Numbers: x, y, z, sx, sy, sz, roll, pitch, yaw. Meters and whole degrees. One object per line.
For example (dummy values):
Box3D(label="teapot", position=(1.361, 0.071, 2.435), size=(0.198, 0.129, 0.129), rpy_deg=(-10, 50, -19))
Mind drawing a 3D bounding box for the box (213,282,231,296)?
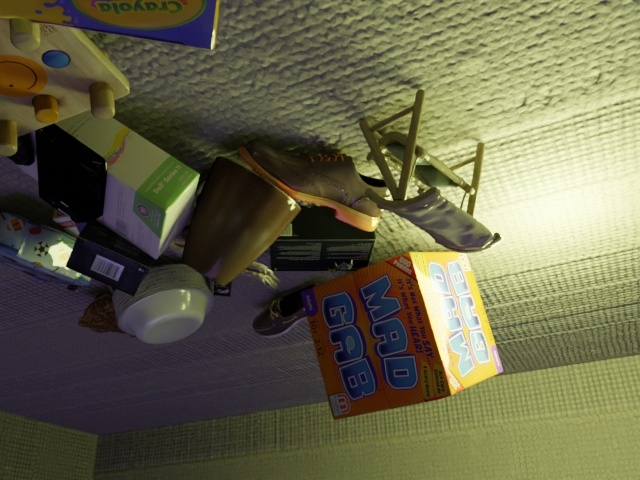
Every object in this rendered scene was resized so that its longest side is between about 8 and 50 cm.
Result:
Box3D(label="box", position=(-0.291, 0.123, 1.885), size=(0.052, 0.062, 0.083), rpy_deg=(5, 151, -9))

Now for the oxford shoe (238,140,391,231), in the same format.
Box3D(label="oxford shoe", position=(-0.003, -0.150, 1.387), size=(0.364, 0.130, 0.132), rpy_deg=(23, 111, -26))

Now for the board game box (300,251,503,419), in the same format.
Box3D(label="board game box", position=(0.225, 0.251, 1.734), size=(0.356, 0.356, 0.356), rpy_deg=(-22, 167, 33))

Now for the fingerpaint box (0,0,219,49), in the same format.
Box3D(label="fingerpaint box", position=(-0.308, -0.404, 0.614), size=(0.445, 0.371, 0.163), rpy_deg=(6, 150, -12))

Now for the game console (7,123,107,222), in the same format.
Box3D(label="game console", position=(-0.554, -0.179, 1.175), size=(0.361, 0.044, 0.213), rpy_deg=(35, 144, 0))

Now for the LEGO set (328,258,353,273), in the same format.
Box3D(label="LEGO set", position=(0.056, 0.073, 1.647), size=(0.054, 0.023, 0.083), rpy_deg=(8, 151, -19))

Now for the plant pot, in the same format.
Box3D(label="plant pot", position=(-0.193, -0.026, 1.363), size=(0.215, 0.230, 0.215), rpy_deg=(31, 174, 4))

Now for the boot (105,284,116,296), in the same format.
Box3D(label="boot", position=(-0.544, 0.127, 1.887), size=(0.137, 0.077, 0.198), rpy_deg=(-11, 163, 6))

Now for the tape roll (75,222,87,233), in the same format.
Box3D(label="tape roll", position=(-0.458, -0.059, 1.454), size=(0.189, 0.080, 0.189), rpy_deg=(1, 125, 2))

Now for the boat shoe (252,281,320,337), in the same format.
Box3D(label="boat shoe", position=(-0.101, 0.219, 2.022), size=(0.324, 0.116, 0.097), rpy_deg=(-25, 139, 29))

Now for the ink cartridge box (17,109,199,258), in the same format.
Box3D(label="ink cartridge box", position=(-0.431, -0.139, 1.262), size=(0.353, 0.119, 0.207), rpy_deg=(33, 146, 0))

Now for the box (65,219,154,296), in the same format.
Box3D(label="box", position=(-0.433, 0.015, 1.358), size=(0.156, 0.158, 0.093), rpy_deg=(26, 120, -14))

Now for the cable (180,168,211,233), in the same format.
Box3D(label="cable", position=(-0.319, -0.070, 1.521), size=(0.287, 0.072, 0.139), rpy_deg=(-22, 141, 33))

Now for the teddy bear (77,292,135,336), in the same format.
Box3D(label="teddy bear", position=(-0.637, 0.248, 2.078), size=(0.245, 0.113, 0.338), rpy_deg=(-16, 156, 38))

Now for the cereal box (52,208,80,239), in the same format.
Box3D(label="cereal box", position=(-0.539, -0.025, 1.621), size=(0.173, 0.047, 0.240), rpy_deg=(-10, 150, 13))

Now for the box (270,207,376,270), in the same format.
Box3D(label="box", position=(0.000, 0.000, 1.636), size=(0.261, 0.103, 0.184), rpy_deg=(0, 150, -4))

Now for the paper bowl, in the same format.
Box3D(label="paper bowl", position=(-0.453, 0.200, 1.859), size=(0.284, 0.148, 0.284), rpy_deg=(-18, 151, -10))

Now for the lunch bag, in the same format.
Box3D(label="lunch bag", position=(-0.729, 0.028, 1.605), size=(0.243, 0.115, 0.303), rpy_deg=(2, 156, 36))

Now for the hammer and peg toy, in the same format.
Box3D(label="hammer and peg toy", position=(-0.471, -0.276, 0.906), size=(0.266, 0.127, 0.361), rpy_deg=(-17, 156, 9))

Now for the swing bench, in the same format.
Box3D(label="swing bench", position=(0.220, -0.116, 1.277), size=(0.165, 0.254, 0.253), rpy_deg=(-23, 144, 34))

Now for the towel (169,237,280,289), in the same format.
Box3D(label="towel", position=(-0.249, 0.060, 1.668), size=(0.282, 0.049, 0.187), rpy_deg=(18, 169, 9))
